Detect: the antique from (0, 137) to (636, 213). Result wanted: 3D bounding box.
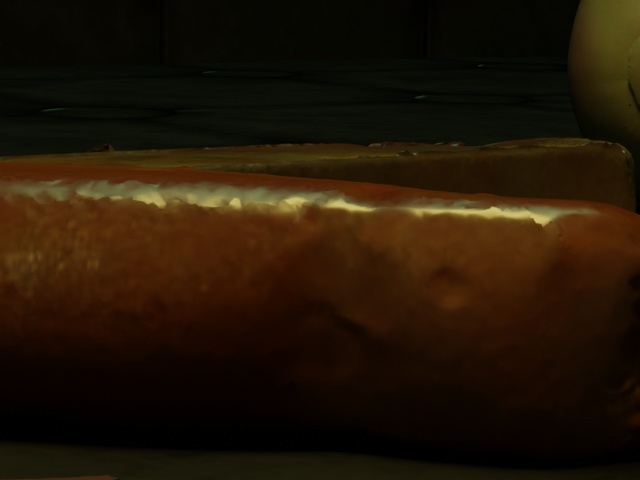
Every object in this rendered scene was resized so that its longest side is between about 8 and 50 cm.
[{"bbox_3d":[0.000,0.000,0.894,0.310,0.087,0.093,-5,9,-29],"label":"antique"}]

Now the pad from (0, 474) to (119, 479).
[{"bbox_3d":[-0.148,0.099,0.479,0.202,0.005,0.300,0,9,-6],"label":"pad"}]

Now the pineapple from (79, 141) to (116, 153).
[{"bbox_3d":[-0.099,-0.010,1.015,0.114,0.077,0.114,11,4,-40],"label":"pineapple"}]

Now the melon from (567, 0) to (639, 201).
[{"bbox_3d":[0.271,-0.113,1.238,0.223,0.223,0.317,4,8,18],"label":"melon"}]

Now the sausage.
[{"bbox_3d":[-0.039,0.020,0.708,0.349,0.097,0.094,3,16,9],"label":"sausage"}]
